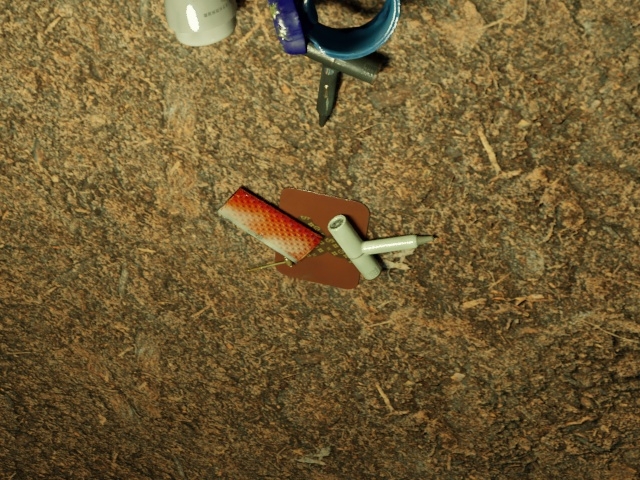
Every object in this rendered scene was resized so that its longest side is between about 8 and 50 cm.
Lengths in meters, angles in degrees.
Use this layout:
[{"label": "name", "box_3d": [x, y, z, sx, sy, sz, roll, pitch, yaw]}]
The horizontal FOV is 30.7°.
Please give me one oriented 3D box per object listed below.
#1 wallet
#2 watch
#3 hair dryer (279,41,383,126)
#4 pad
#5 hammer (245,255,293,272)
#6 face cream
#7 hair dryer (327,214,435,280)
[{"label": "wallet", "box_3d": [-0.100, -0.030, 2.295, 0.196, 0.020, 0.103, 33, 138, -14]}, {"label": "watch", "box_3d": [0.019, -0.381, 1.780, 0.200, 0.171, 0.196, -8, 134, 6]}, {"label": "hair dryer", "box_3d": [-0.005, -0.272, 1.986, 0.173, 0.050, 0.195, 25, 142, -5]}, {"label": "pad", "box_3d": [0.000, 0.000, 2.312, 0.181, 0.004, 0.267, 13, 140, 6]}, {"label": "hammer", "box_3d": [-0.107, 0.052, 2.396, 0.123, 0.014, 0.029, -13, 120, 38]}, {"label": "face cream", "box_3d": [-0.194, -0.378, 1.874, 0.117, 0.117, 0.104, 0, 127, 19]}, {"label": "hair dryer", "box_3d": [0.128, -0.005, 2.239, 0.183, 0.044, 0.155, -19, 130, 25]}]
